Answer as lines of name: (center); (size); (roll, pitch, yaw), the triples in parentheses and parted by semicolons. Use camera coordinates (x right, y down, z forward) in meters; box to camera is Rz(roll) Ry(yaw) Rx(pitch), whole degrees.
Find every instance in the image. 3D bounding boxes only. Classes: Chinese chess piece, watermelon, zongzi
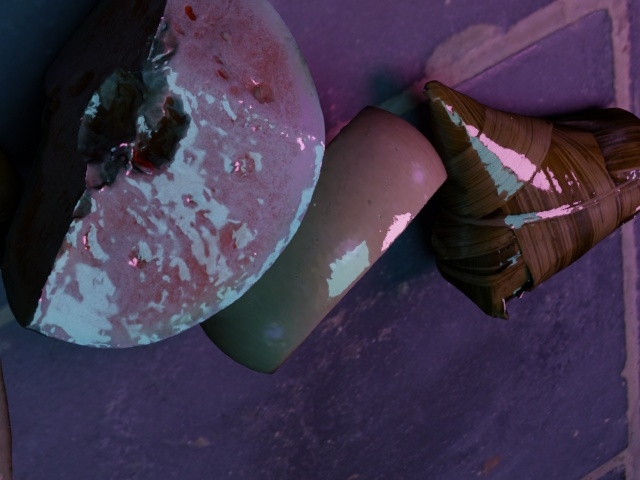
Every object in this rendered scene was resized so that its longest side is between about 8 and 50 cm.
Chinese chess piece: (0.000, 0.000, 1.273); (0.273, 0.102, 0.273); (-48, 180, 0)
watermelon: (-0.130, -0.064, 1.137); (0.188, 0.175, 0.322); (32, 86, -34)
zongzi: (0.229, -0.103, 1.456); (0.286, 0.134, 0.288); (-35, 129, -19)

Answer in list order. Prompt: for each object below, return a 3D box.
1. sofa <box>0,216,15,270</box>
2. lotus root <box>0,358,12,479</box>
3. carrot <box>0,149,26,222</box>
sofa: (-0.208, -0.006, 1.219); (0.147, 0.085, 0.060); (-28, 132, -18)
lotus root: (-0.372, 0.153, 1.193); (0.210, 0.142, 0.314); (9, 129, 1)
carrot: (-0.297, -0.081, 1.114); (0.060, 0.060, 0.186); (-38, 134, -7)
